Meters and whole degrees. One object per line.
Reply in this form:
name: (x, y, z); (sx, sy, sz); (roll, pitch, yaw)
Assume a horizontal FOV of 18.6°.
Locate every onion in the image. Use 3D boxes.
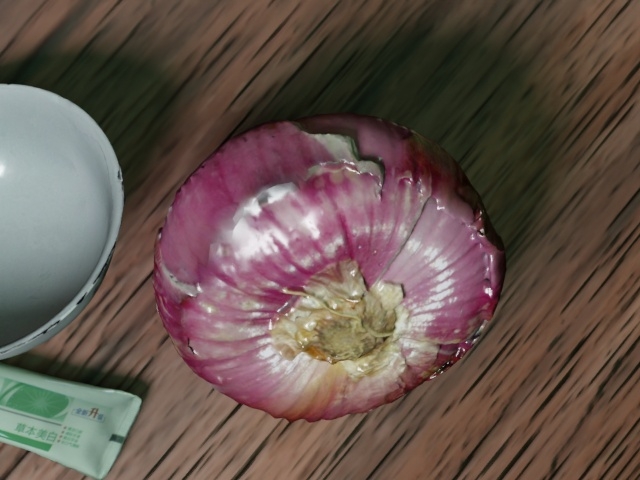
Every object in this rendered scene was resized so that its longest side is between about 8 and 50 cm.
onion: (0.000, 0.000, 1.254); (0.230, 0.163, 0.230); (-9, 139, -8)

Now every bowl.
bowl: (-0.195, 0.006, 1.185); (0.189, 0.189, 0.086); (-47, 151, -11)

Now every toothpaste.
toothpaste: (-0.218, 0.095, 1.231); (0.218, 0.041, 0.064); (21, 100, -25)
